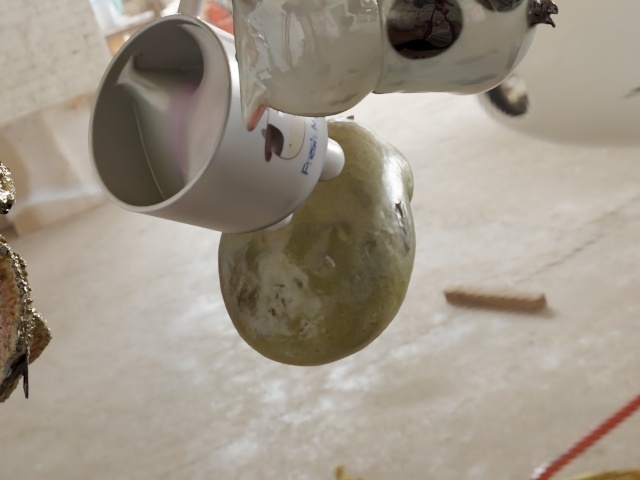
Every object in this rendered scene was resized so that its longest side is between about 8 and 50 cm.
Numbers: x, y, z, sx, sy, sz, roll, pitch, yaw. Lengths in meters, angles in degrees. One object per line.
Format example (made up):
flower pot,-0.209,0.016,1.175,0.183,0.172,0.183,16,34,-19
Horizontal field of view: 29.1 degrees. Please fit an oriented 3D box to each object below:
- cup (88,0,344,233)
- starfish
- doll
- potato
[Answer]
cup,-0.068,-0.090,0.868,0.134,0.173,0.142,-29,-27,32
starfish,-0.305,0.015,1.051,0.113,0.312,0.303,-26,55,-24
doll,0.033,-0.128,0.699,0.181,0.110,0.107,-10,20,-13
potato,0.000,0.000,1.096,0.178,0.235,0.160,17,-17,9
